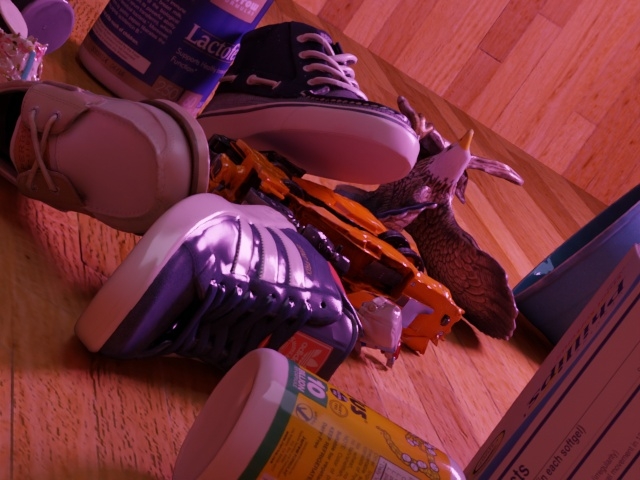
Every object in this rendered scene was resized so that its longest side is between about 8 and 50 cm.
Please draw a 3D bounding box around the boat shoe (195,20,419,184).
[{"bbox_3d":[-0.004,-0.154,1.986,0.127,0.158,0.340,33,-17,-36],"label":"boat shoe"}]

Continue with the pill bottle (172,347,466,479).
[{"bbox_3d":[0.020,0.167,1.227,0.208,0.117,0.117,32,12,-13],"label":"pill bottle"}]

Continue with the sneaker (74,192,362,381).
[{"bbox_3d":[-0.055,0.056,1.439,0.148,0.131,0.350,44,17,11],"label":"sneaker"}]

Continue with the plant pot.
[{"bbox_3d":[0.409,0.084,2.334,0.255,0.272,0.271,51,12,0],"label":"plant pot"}]

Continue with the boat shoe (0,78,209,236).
[{"bbox_3d":[-0.195,-0.067,1.520,0.103,0.113,0.302,1,8,-33],"label":"boat shoe"}]

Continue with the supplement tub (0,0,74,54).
[{"bbox_3d":[-0.330,-0.267,1.983,0.106,0.106,0.198,21,19,-49],"label":"supplement tub"}]

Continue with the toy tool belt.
[{"bbox_3d":[0.048,0.083,1.789,0.051,0.052,0.083,13,-25,10],"label":"toy tool belt"}]

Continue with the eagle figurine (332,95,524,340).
[{"bbox_3d":[0.115,-0.032,2.176,0.226,0.225,0.298,1,41,8],"label":"eagle figurine"}]

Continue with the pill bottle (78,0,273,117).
[{"bbox_3d":[-0.139,-0.273,2.136,0.153,0.264,0.153,33,12,-8],"label":"pill bottle"}]

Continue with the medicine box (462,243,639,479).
[{"bbox_3d":[0.293,0.193,1.521,0.289,0.263,0.149,36,11,1],"label":"medicine box"}]

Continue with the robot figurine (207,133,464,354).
[{"bbox_3d":[0.000,0.000,1.899,0.291,0.085,0.211,30,13,-28],"label":"robot figurine"}]

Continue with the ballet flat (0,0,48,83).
[{"bbox_3d":[-0.331,-0.212,1.836,0.241,0.077,0.091,43,15,34],"label":"ballet flat"}]
